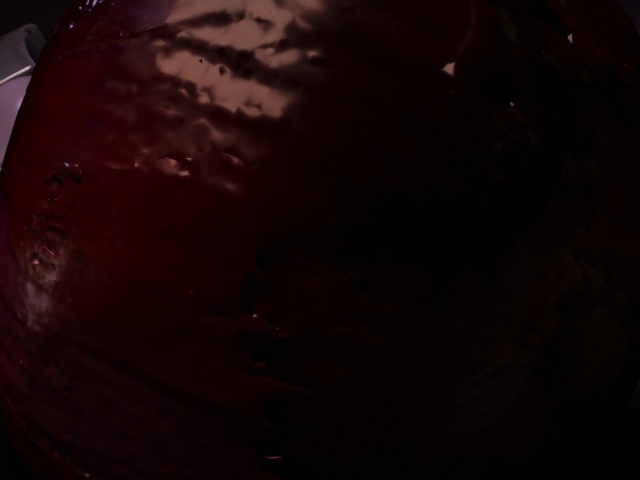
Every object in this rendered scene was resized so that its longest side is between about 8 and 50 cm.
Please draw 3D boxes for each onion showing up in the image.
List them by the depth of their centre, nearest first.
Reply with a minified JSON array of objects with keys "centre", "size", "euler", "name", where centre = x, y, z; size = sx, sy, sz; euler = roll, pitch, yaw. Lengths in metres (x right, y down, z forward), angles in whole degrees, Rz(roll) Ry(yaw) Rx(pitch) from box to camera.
[{"centre":[0.000,0.000,0.537],"size":[0.276,0.276,0.276],"euler":[-17,20,6],"name":"onion"}]

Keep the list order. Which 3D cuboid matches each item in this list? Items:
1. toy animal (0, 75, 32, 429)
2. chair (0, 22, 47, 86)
[{"centre":[-0.102,0.000,0.762],"size":[0.235,0.165,0.187],"euler":[-17,58,-9],"name":"toy animal"},{"centre":[-0.151,-0.046,0.948],"size":[0.274,0.190,0.203],"euler":[-27,21,1],"name":"chair"}]
